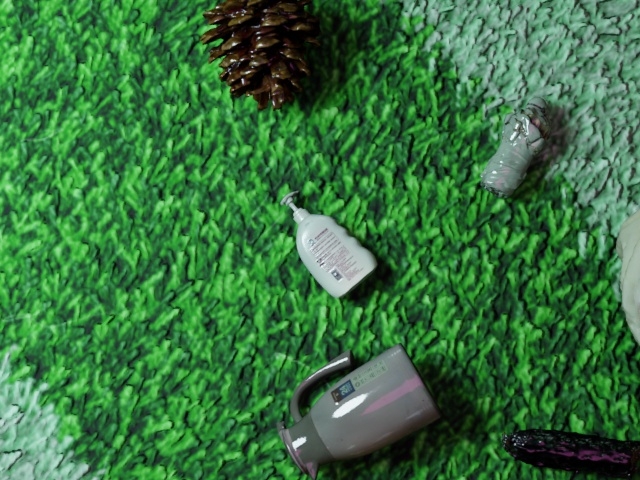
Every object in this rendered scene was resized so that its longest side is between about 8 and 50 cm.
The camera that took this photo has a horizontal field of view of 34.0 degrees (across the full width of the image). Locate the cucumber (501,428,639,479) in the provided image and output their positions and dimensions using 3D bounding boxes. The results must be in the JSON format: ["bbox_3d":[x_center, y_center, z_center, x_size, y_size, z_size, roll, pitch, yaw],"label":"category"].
[{"bbox_3d":[0.315,0.262,1.303,0.181,0.053,0.053,8,81,4],"label":"cucumber"}]

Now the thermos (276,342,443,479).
[{"bbox_3d":[0.038,0.208,1.306,0.193,0.105,0.137,-31,55,4],"label":"thermos"}]

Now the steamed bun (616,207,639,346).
[{"bbox_3d":[0.495,0.072,1.224,0.339,0.247,0.352,-6,69,-27],"label":"steamed bun"}]

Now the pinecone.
[{"bbox_3d":[-0.074,-0.253,1.354,0.173,0.173,0.174,0,80,2],"label":"pinecone"}]

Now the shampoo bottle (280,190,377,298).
[{"bbox_3d":[0.000,0.000,1.360,0.077,0.045,0.152,-42,83,-3],"label":"shampoo bottle"}]

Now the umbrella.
[{"bbox_3d":[0.259,-0.123,1.368,0.067,0.062,0.143,20,81,36],"label":"umbrella"}]
